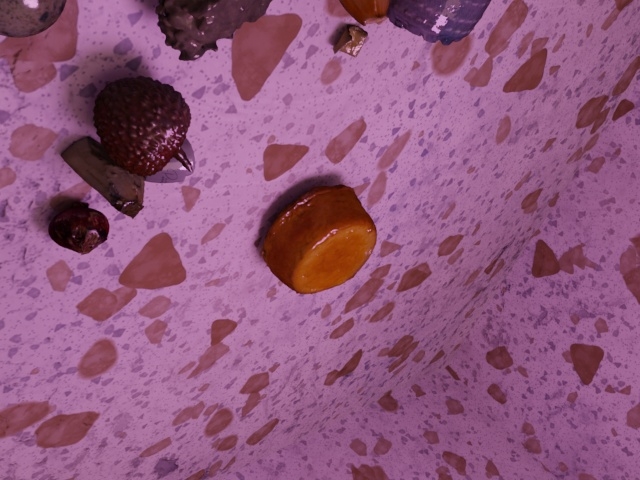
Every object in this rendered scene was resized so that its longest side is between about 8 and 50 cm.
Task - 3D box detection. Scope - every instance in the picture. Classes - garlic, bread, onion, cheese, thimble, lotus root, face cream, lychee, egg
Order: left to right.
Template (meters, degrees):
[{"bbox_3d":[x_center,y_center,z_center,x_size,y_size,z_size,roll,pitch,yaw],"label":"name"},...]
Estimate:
[{"bbox_3d":[-0.397,-0.338,0.823,0.141,0.141,0.181,-38,142,-11],"label":"egg"},{"bbox_3d":[-0.440,-0.024,1.221,0.107,0.097,0.107,-3,163,-1],"label":"onion"},{"bbox_3d":[-0.357,-0.108,1.170,0.070,0.144,0.143,-46,157,1],"label":"lotus root"},{"bbox_3d":[-0.286,-0.186,1.119,0.197,0.165,0.165,35,103,-17],"label":"lychee"},{"bbox_3d":[-0.289,-0.151,1.241,0.095,0.091,0.091,-14,140,-28],"label":"face cream"},{"bbox_3d":[0.005,-0.002,1.703,0.312,0.172,0.312,-29,148,-20],"label":"bread"},{"bbox_3d":[0.056,-0.413,1.381,0.084,0.041,0.060,-29,158,-54],"label":"cheese"},{"bbox_3d":[0.079,-0.511,1.223,0.115,0.128,0.206,7,135,2],"label":"garlic"},{"bbox_3d":[0.240,-0.506,1.343,0.236,0.205,0.172,-47,168,-53],"label":"thimble"}]

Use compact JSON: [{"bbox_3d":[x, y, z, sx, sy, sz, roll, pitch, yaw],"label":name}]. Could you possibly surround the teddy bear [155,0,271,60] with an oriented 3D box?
[{"bbox_3d":[-0.179,-0.434,0.957,0.357,0.224,0.367,-26,161,-32],"label":"teddy bear"}]
